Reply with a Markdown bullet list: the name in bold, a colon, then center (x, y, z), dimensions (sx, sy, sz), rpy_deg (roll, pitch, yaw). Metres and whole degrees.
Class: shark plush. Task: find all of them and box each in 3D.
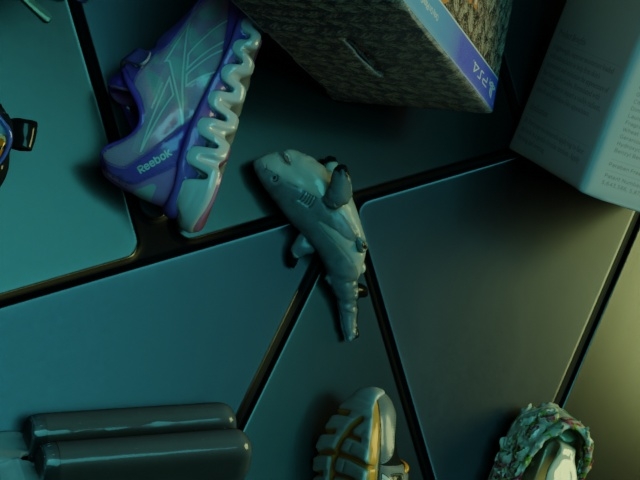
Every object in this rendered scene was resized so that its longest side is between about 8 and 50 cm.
- **shark plush**: center (0.000, 0.000, 1.229), dimensions (0.067, 0.073, 0.161), rpy_deg (-18, 113, -4)

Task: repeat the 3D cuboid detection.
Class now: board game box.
- **board game box**: center (0.060, -0.273, 1.155), dimensions (0.141, 0.232, 0.291), rpy_deg (7, 79, 24)

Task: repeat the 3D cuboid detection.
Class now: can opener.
- **can opener**: center (-0.190, 0.168, 1.114), dimensions (0.280, 0.074, 0.093), rpy_deg (-6, 121, -22)

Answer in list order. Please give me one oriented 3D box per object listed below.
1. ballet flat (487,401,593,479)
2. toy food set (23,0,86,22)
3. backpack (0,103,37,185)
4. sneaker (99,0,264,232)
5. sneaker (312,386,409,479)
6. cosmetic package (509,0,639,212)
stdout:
- **ballet flat**: center (0.160, 0.244, 1.240), dimensions (0.091, 0.077, 0.241), rpy_deg (22, 77, -20)
- **toy food set**: center (-0.188, -0.229, 1.175), dimensions (0.078, 0.019, 0.122), rpy_deg (44, 70, -13)
- **backpack**: center (-0.363, -0.061, 0.992), dimensions (0.263, 0.213, 0.276), rpy_deg (38, 74, -4)
- **sneaker**: center (-0.104, -0.129, 1.167), dimensions (0.104, 0.095, 0.236), rpy_deg (17, 75, -3)
- **sneaker**: center (0.046, 0.220, 1.196), dimensions (0.083, 0.084, 0.215), rpy_deg (-1, 94, -25)
- **cosmetic package**: center (0.277, -0.122, 1.259), dimensions (0.151, 0.151, 0.184), rpy_deg (17, 102, -20)
